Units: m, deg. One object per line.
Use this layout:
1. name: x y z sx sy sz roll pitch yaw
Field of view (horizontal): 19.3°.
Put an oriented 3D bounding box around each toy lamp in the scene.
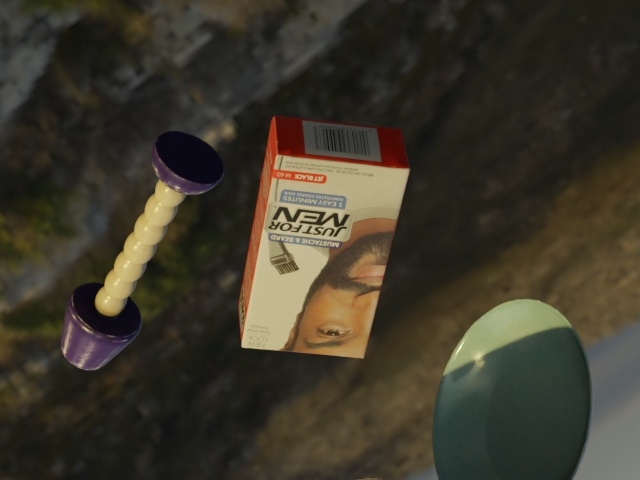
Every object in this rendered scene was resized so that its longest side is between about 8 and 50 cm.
1. toy lamp: -0.176 0.019 1.785 0.080 0.080 0.275 -26 157 -50

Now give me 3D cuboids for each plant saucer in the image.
1. plant saucer: 0.166 0.146 1.541 0.037 0.195 0.195 15 138 -35

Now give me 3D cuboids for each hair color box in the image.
1. hair color box: 0.000 0.000 1.304 0.093 0.053 0.167 5 127 -8

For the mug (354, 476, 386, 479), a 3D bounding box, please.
1. mug: 0.055 0.356 1.336 0.374 0.328 0.276 -30 -176 9
